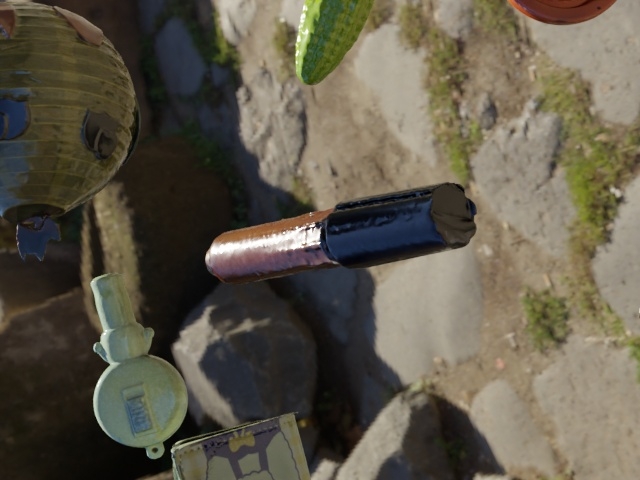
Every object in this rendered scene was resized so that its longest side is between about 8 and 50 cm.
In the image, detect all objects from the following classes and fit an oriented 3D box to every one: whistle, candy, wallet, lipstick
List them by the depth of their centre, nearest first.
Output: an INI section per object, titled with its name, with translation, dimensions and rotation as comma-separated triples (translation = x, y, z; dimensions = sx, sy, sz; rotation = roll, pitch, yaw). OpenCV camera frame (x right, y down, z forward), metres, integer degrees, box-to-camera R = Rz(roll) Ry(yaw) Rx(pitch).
[lipstick]
translation = 0.000, 0.000, 1.134
dimensions = 0.418, 0.077, 0.077
rotation = -11, 95, 51
[wallet]
translation = -0.070, 0.374, 1.224
dimensions = 0.077, 0.223, 0.309
rotation = -24, 77, 41
[whistle]
translation = -0.257, 0.171, 1.395
dimensions = 0.067, 0.126, 0.258
rotation = 104, 149, -83
[candy]
translation = 0.018, -0.314, 1.421
dimensions = 0.097, 0.097, 0.209
rotation = 32, 103, 50

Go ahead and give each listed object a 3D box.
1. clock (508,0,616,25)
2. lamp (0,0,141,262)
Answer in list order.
[clock]
translation = 0.328, -0.394, 1.394
dimensions = 0.051, 0.205, 0.205
rotation = 173, 81, -82
[lamp]
translation = -0.325, -0.117, 1.127
dimensions = 0.250, 0.250, 0.284
rotation = -28, 65, 61
